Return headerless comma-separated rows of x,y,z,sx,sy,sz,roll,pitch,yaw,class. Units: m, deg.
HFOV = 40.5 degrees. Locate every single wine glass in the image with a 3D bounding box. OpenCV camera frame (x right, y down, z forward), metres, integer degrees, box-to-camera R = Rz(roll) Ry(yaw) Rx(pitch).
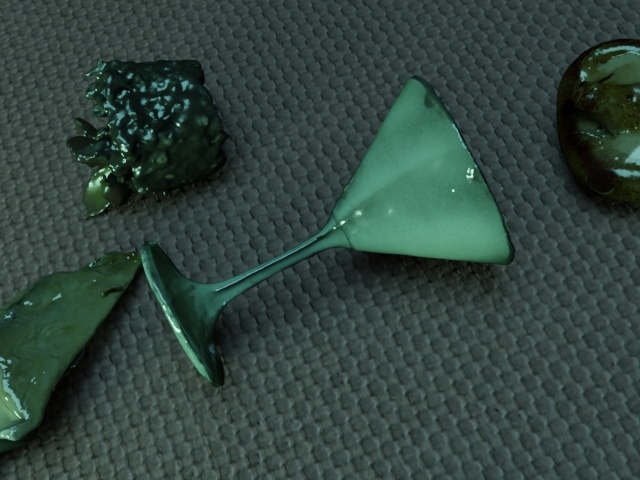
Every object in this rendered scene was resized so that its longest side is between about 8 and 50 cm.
0.000,0.000,1.094,0.406,0.267,0.267,-26,60,0,wine glass

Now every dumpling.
-0.372,0.105,1.139,0.166,0.086,0.332,7,41,18,dumpling

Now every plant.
-0.258,-0.159,1.252,0.233,0.204,0.178,-14,61,-8,plant

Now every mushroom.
0.421,-0.155,1.177,0.194,0.138,0.231,4,72,-4,mushroom

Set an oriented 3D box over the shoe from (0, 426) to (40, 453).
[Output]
-0.495,0.299,1.094,0.292,0.109,0.149,-9,98,-16,shoe
